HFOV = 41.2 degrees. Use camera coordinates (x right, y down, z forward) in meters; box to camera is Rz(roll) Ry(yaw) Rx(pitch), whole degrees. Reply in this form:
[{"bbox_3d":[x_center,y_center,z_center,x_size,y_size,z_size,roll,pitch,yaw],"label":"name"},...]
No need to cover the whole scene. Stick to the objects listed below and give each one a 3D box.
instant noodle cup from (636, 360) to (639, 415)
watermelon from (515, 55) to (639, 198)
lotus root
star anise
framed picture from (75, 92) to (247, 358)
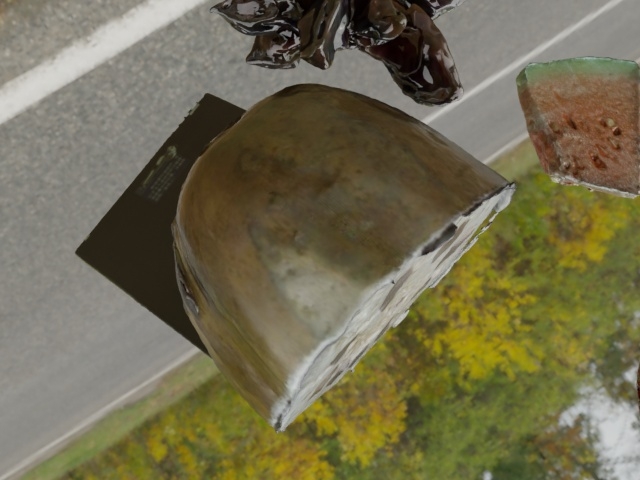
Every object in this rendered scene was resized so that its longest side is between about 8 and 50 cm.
[{"bbox_3d":[0.341,0.101,0.484,0.250,0.250,0.192,-24,156,-49],"label":"instant noodle cup"},{"bbox_3d":[0.391,-0.145,1.253,0.192,0.257,0.140,-3,141,1],"label":"watermelon"},{"bbox_3d":[0.000,0.000,0.642,0.272,0.192,0.272,-51,171,-11],"label":"lotus root"},{"bbox_3d":[0.030,-0.211,0.760,0.283,0.212,0.129,-72,161,-45],"label":"star anise"},{"bbox_3d":[-0.093,-0.015,0.920,0.255,0.338,0.014,-53,144,-11],"label":"framed picture"}]
